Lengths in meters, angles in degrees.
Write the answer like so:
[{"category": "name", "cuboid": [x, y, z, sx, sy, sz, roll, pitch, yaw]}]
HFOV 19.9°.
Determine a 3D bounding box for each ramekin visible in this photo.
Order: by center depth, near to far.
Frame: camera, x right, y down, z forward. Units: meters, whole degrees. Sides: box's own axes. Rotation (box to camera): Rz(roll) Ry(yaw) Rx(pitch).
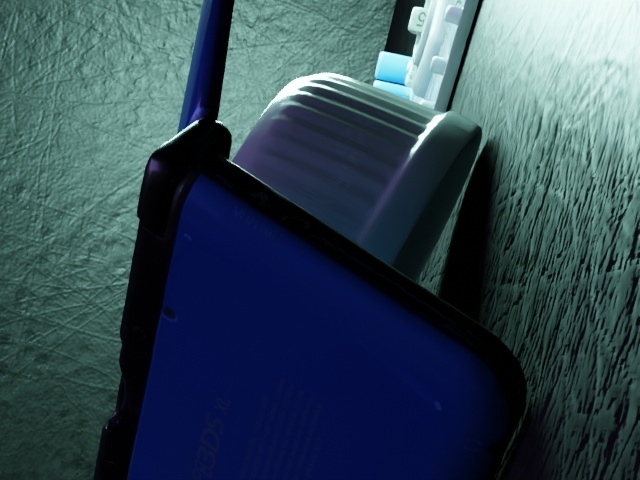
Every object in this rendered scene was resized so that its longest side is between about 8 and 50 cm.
[{"category": "ramekin", "cuboid": [0.000, 0.000, 1.066, 0.207, 0.109, 0.207, -59, -8, -13]}]

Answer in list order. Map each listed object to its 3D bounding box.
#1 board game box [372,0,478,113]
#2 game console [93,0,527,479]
[{"category": "board game box", "cuboid": [0.092, -0.193, 1.588, 0.390, 0.050, 0.390, -78, 3, -59]}, {"category": "game console", "cuboid": [-0.012, 0.044, 0.845, 0.173, 0.250, 0.293, -44, -20, -39]}]
